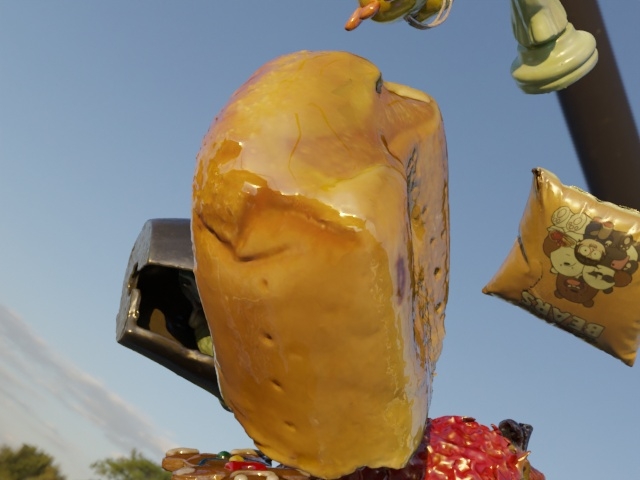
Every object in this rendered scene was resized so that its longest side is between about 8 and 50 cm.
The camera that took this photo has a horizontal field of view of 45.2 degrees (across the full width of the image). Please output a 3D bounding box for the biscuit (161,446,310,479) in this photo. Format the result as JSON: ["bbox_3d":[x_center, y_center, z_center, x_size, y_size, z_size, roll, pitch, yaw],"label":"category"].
[{"bbox_3d":[-0.078,0.228,0.750,0.138,0.031,0.205,8,-7,-18],"label":"biscuit"}]

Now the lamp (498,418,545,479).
[{"bbox_3d":[0.431,0.558,1.884,0.151,0.223,0.215,-21,-103,43],"label":"lamp"}]

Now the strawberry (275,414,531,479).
[{"bbox_3d":[0.102,0.343,1.027,0.343,0.292,0.292,23,-29,18],"label":"strawberry"}]

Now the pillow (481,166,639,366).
[{"bbox_3d":[0.478,0.052,1.392,0.310,0.119,0.312,24,-51,15],"label":"pillow"}]

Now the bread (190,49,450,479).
[{"bbox_3d":[0.000,0.000,0.828,0.250,0.361,0.394,2,-54,16],"label":"bread"}]

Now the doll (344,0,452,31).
[{"bbox_3d":[0.114,-0.355,1.106,0.142,0.221,0.135,-26,-78,29],"label":"doll"}]

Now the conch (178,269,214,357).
[{"bbox_3d":[-0.166,0.135,1.420,0.220,0.195,0.277,25,-12,25],"label":"conch"}]

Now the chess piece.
[{"bbox_3d":[0.407,-0.443,1.470,0.175,0.176,0.298,2,-48,47],"label":"chess piece"}]

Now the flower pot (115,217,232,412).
[{"bbox_3d":[-0.217,0.097,1.372,0.251,0.380,0.379,14,-20,-21],"label":"flower pot"}]
